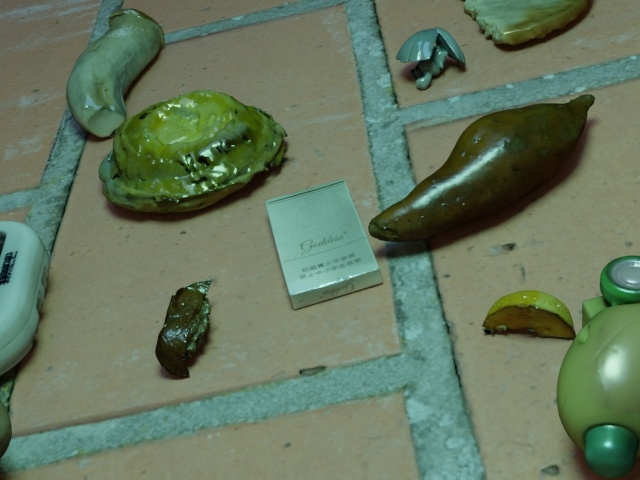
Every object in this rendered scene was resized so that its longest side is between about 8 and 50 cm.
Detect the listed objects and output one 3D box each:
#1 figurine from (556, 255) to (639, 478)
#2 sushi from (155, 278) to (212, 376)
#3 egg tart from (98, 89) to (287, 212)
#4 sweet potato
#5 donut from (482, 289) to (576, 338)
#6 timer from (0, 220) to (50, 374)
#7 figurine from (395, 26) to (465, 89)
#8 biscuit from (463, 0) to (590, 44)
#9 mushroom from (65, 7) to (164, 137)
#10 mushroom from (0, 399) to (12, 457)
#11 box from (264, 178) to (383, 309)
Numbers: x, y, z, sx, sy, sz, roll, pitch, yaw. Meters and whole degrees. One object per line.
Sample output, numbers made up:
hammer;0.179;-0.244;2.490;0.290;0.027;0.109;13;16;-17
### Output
figurine;0.359;0.107;0.825;0.325;0.124;0.222;-12;36;-1
sushi;-0.148;0.093;1.093;0.055;0.052;0.120;7;35;1
egg tart;-0.187;-0.136;1.382;0.279;0.095;0.278;-12;35;8
sweet potato;0.215;-0.097;1.167;0.359;0.112;0.112;-33;39;-27
donut;0.211;0.078;0.998;0.083;0.067;0.037;-29;29;42
timer;-0.449;0.088;1.185;0.237;0.087;0.262;-14;36;3
figurine;0.161;-0.274;1.463;0.086;0.082;0.094;-37;27;0
biscuit;0.332;-0.401;1.583;0.205;0.040;0.309;-17;36;-1
mushroom;-0.350;-0.289;1.653;0.123;0.095;0.351;6;40;0
mushroom;-0.387;0.225;0.924;0.204;0.204;0.204;-10;36;8
box;0.001;0.000;1.182;0.109;0.029;0.198;-17;37;-1
